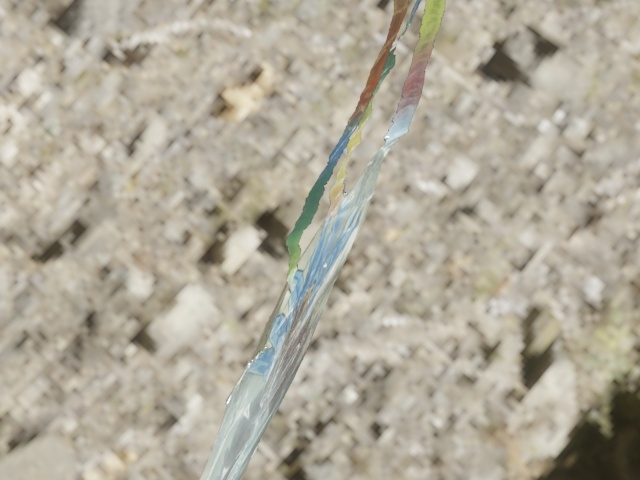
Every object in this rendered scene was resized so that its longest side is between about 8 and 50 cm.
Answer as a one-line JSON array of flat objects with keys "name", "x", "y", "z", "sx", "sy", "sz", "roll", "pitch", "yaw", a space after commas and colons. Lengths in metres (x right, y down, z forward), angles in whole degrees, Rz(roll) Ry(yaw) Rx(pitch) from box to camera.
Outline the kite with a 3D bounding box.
[{"name": "kite", "x": 0.002, "y": 0.001, "z": 0.681, "sx": 0.169, "sy": 0.015, "sz": 0.310, "roll": -57, "pitch": 170, "yaw": -46}]
